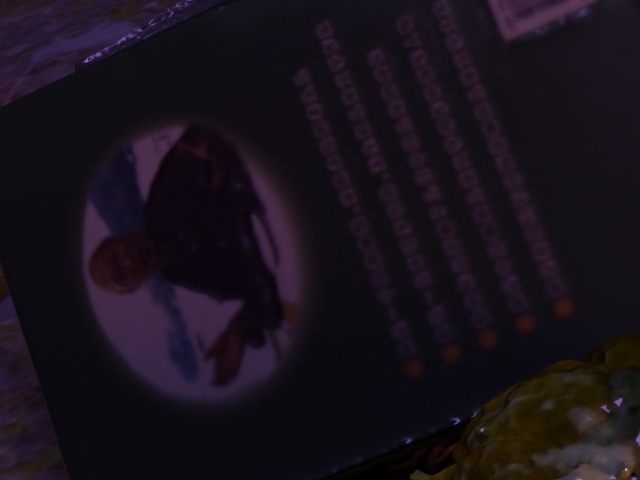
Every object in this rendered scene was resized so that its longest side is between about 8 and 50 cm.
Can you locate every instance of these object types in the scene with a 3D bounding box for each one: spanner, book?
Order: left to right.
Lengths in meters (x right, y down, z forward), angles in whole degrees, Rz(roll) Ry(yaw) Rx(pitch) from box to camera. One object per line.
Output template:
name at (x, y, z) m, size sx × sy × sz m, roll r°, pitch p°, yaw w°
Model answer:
spanner at (-0.051, -0.196, 1.210) m, size 0.325 × 0.026 × 0.093 m, roll -36°, pitch 51°, yaw -25°
book at (0.012, -0.015, 0.813) m, size 0.371 × 0.043 × 0.260 m, roll -22°, pitch 77°, yaw 12°

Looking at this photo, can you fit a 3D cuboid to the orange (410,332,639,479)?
orange at (0.160, 0.166, 0.649) m, size 0.300 × 0.223 × 0.301 m, roll 4°, pitch 44°, yaw 19°
